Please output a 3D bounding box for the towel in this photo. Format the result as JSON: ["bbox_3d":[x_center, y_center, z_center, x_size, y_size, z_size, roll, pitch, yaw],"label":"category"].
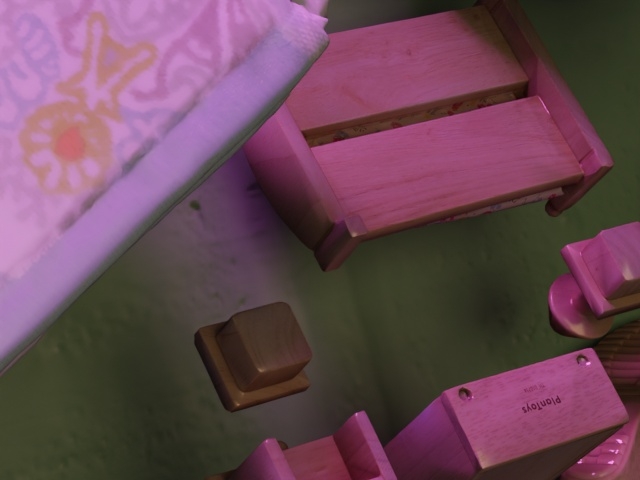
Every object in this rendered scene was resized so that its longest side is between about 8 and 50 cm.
[{"bbox_3d":[-0.206,-0.095,0.766,0.320,0.090,0.374,48,61,-8],"label":"towel"}]

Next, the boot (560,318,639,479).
[{"bbox_3d":[0.209,0.177,1.104,0.248,0.090,0.206,-43,129,-51],"label":"boot"}]

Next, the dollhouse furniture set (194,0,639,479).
[{"bbox_3d":[0.000,0.000,1.007,0.303,0.174,0.355,-13,67,-34],"label":"dollhouse furniture set"}]
